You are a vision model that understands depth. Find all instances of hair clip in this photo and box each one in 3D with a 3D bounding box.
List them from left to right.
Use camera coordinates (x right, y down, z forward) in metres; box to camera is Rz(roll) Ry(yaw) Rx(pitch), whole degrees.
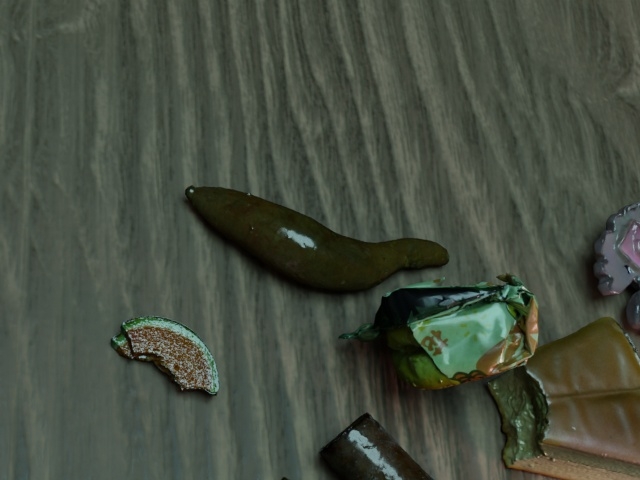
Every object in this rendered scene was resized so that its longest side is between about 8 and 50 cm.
[{"bbox_3d":[0.488,0.073,1.802,0.300,0.069,0.173,36,58,1],"label":"hair clip"}]

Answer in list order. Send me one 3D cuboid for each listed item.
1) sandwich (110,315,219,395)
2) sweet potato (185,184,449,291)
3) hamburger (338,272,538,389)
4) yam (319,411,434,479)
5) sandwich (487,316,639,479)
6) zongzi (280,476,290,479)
[{"bbox_3d":[-0.168,0.130,1.563,0.135,0.029,0.067,34,63,-1],"label":"sandwich"},{"bbox_3d":[0.003,0.006,1.661,0.346,0.079,0.108,15,48,-16],"label":"sweet potato"},{"bbox_3d":[0.142,0.108,1.597,0.235,0.214,0.125,-16,83,-1],"label":"hamburger"},{"bbox_3d":[0.073,0.265,1.552,0.141,0.079,0.079,46,59,5],"label":"yam"},{"bbox_3d":[0.316,0.228,1.640,0.186,0.108,0.220,-22,76,-28],"label":"sandwich"},{"bbox_3d":[-0.004,0.401,1.441,0.256,0.115,0.228,36,64,11],"label":"zongzi"}]
